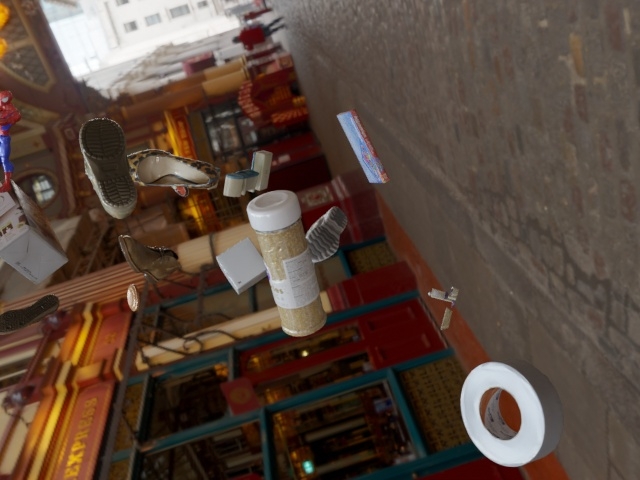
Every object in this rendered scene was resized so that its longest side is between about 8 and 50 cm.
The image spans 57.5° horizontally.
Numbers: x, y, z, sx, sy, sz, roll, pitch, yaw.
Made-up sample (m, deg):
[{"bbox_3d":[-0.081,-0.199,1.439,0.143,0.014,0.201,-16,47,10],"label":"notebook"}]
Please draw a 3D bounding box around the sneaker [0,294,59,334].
[{"bbox_3d":[-0.829,0.222,1.651,0.066,0.188,0.071,52,144,16],"label":"sneaker"}]

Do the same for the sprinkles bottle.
[{"bbox_3d":[-0.076,0.060,1.413,0.121,0.121,0.356,-110,6,-63],"label":"sprinkles bottle"}]

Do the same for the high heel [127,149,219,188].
[{"bbox_3d":[-0.393,-0.172,1.466,0.186,0.261,0.093,-146,56,-61],"label":"high heel"}]

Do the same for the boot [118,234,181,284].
[{"bbox_3d":[-0.503,0.041,1.730,0.305,0.115,0.112,73,176,-72],"label":"boot"}]

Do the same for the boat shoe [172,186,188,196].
[{"bbox_3d":[-0.555,-0.225,2.229,0.137,0.049,0.043,56,-171,2],"label":"boat shoe"}]

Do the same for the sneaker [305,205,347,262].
[{"bbox_3d":[0.000,0.000,1.907,0.105,0.115,0.281,48,-144,-6],"label":"sneaker"}]

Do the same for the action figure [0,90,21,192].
[{"bbox_3d":[-0.870,-0.259,1.533,0.139,0.091,0.281,-30,-34,-62],"label":"action figure"}]

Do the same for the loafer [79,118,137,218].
[{"bbox_3d":[-0.474,-0.157,1.296,0.269,0.101,0.092,69,151,28],"label":"loafer"}]

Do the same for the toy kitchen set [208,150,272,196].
[{"bbox_3d":[-0.278,-0.229,1.839,0.207,0.165,0.122,-29,-46,-63],"label":"toy kitchen set"}]

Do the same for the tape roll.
[{"bbox_3d":[0.413,0.372,1.273,0.219,0.072,0.220,-2,87,54],"label":"tape roll"}]

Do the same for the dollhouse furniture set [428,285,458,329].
[{"bbox_3d":[0.346,0.193,1.699,0.091,0.081,0.115,77,-149,-67],"label":"dollhouse furniture set"}]

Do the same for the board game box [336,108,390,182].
[{"bbox_3d":[0.154,-0.338,2.113,0.282,0.027,0.145,62,169,-14],"label":"board game box"}]

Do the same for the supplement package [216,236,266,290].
[{"bbox_3d":[-0.214,0.073,1.619,0.105,0.105,0.179,56,169,4],"label":"supplement package"}]

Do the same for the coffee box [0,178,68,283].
[{"bbox_3d":[-0.881,-0.033,1.719,0.297,0.118,0.168,44,169,39],"label":"coffee box"}]

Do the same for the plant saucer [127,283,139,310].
[{"bbox_3d":[-0.581,0.177,1.806,0.083,0.013,0.084,9,101,52],"label":"plant saucer"}]
